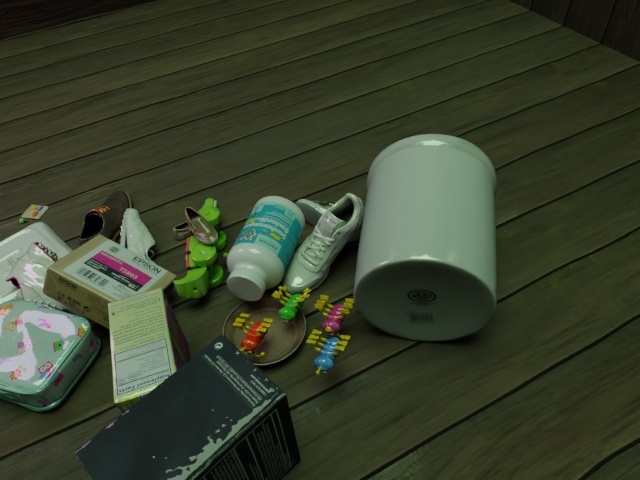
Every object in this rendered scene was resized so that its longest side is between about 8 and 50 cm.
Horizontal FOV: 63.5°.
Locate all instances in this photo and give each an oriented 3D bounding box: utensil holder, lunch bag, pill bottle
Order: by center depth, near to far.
[{"bbox_3d":[-0.678,0.262,1.190,0.279,0.108,0.224,11,50,15],"label":"lunch bag"},{"bbox_3d":[0.250,-0.007,1.217,0.327,0.328,0.386,5,48,10],"label":"utensil holder"},{"bbox_3d":[-0.142,0.022,1.296,0.146,0.146,0.264,9,48,13],"label":"pill bottle"}]

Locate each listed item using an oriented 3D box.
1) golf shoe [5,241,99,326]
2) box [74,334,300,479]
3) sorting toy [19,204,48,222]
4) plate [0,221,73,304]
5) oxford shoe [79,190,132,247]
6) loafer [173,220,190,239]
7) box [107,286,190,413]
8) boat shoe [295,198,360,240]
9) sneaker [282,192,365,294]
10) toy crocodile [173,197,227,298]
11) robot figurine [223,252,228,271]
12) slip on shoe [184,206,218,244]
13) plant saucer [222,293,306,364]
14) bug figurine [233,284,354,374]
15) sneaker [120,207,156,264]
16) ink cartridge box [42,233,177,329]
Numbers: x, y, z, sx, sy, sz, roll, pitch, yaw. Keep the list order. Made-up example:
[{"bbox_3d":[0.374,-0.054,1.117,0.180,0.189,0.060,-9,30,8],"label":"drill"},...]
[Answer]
[{"bbox_3d":[-0.671,0.137,1.308,0.306,0.115,0.140,37,72,23],"label":"golf shoe"},{"bbox_3d":[-0.209,0.378,0.907,0.182,0.296,0.294,34,57,30],"label":"box"},{"bbox_3d":[-0.892,-0.082,1.600,0.062,0.012,0.083,9,47,12],"label":"sorting toy"},{"bbox_3d":[-0.842,0.069,1.432,0.277,0.045,0.278,32,56,31],"label":"plate"},{"bbox_3d":[-0.620,-0.065,1.501,0.096,0.098,0.271,-2,46,3],"label":"oxford shoe"},{"bbox_3d":[-0.370,-0.046,1.502,0.125,0.039,0.045,-33,53,-24],"label":"loafer"},{"bbox_3d":[-0.343,0.265,1.083,0.117,0.214,0.243,-16,47,-10],"label":"box"},{"bbox_3d":[0.034,-0.070,1.471,0.219,0.078,0.070,26,54,16],"label":"boat shoe"},{"bbox_3d":[0.000,0.000,1.320,0.114,0.152,0.305,35,79,22],"label":"sneaker"},{"bbox_3d":[-0.315,0.015,1.387,0.105,0.115,0.341,-5,47,1],"label":"toy crocodile"},{"bbox_3d":[-0.208,0.045,1.382,0.101,0.067,0.115,15,49,3],"label":"robot figurine"},{"bbox_3d":[-0.310,-0.040,1.331,0.051,0.041,0.135,-30,51,-16],"label":"slip on shoe"},{"bbox_3d":[-0.132,0.217,1.233,0.198,0.036,0.199,-2,46,2],"label":"plant saucer"},{"bbox_3d":[-0.043,0.198,1.155,0.278,0.072,0.216,8,38,29],"label":"bug figurine"},{"bbox_3d":[-0.511,0.002,1.452,0.094,0.090,0.235,-3,49,-16],"label":"sneaker"},{"bbox_3d":[-0.500,0.105,1.247,0.234,0.088,0.193,27,29,2],"label":"ink cartridge box"}]
